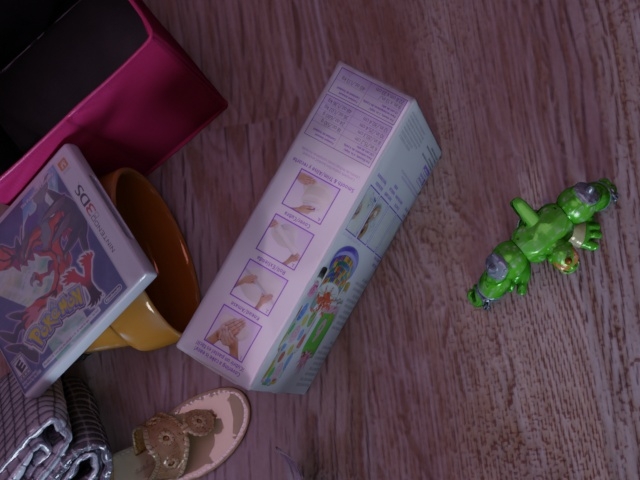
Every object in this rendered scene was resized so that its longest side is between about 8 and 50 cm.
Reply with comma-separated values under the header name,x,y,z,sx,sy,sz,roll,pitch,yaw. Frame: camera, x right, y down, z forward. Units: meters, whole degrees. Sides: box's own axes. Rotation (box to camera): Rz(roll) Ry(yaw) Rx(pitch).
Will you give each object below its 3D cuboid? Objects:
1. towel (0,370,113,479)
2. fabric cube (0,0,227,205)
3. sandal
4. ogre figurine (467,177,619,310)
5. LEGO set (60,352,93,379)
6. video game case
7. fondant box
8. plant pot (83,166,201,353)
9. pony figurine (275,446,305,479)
name,x,y,z,sx,sy,sz,roll,pitch,yaw
towel,-0.349,0.286,1.224,0.121,0.235,0.283,38,89,-23
fabric cube,-0.305,-0.197,1.280,0.259,0.258,0.254,-41,74,4
sandal,-0.191,0.247,1.275,0.240,0.079,0.088,-29,76,7
ogre figurine,0.237,-0.002,1.196,0.197,0.118,0.096,-21,77,9
LEGO set,-0.301,0.135,1.351,0.054,0.023,0.083,38,104,18
video game case,-0.280,0.031,1.157,0.201,0.023,0.183,-45,65,19
fondant box,0.000,0.000,1.188,0.096,0.238,0.330,28,88,15
plant pot,-0.265,0.045,1.261,0.188,0.205,0.205,-21,77,11
pony figurine,0.000,0.420,1.091,0.364,0.303,0.351,15,95,5
